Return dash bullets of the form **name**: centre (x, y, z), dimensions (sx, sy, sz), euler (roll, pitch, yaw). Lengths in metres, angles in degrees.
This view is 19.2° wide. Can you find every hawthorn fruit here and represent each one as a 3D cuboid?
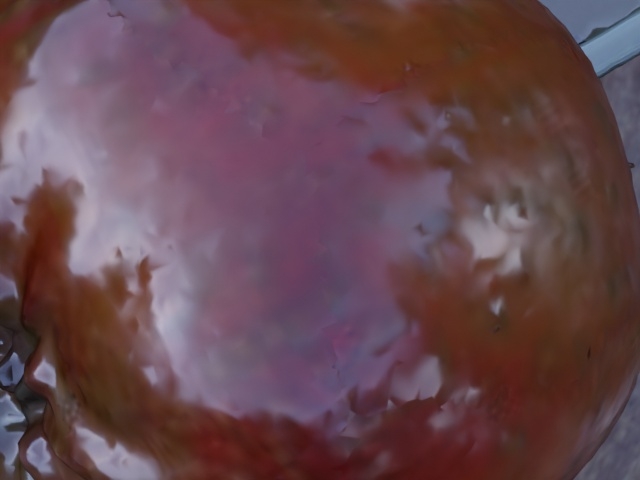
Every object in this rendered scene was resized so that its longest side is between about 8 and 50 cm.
- **hawthorn fruit**: centre (0.000, 0.000, 0.465), dimensions (0.200, 0.179, 0.179), euler (-24, 72, -29)

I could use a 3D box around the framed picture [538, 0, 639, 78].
- **framed picture**: centre (0.013, -0.120, 0.842), dimensions (0.273, 0.016, 0.216), euler (-30, 70, 11)
